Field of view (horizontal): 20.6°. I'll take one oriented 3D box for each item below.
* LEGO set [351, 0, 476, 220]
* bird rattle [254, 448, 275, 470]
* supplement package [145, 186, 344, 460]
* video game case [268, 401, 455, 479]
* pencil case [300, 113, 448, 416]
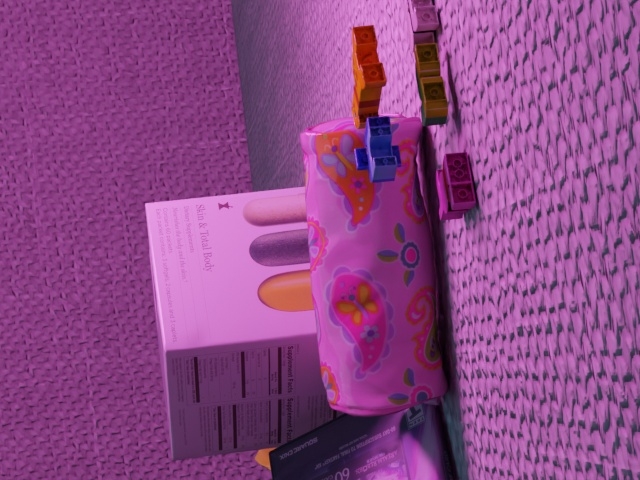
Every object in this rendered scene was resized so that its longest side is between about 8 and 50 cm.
[{"bbox_3d":[0.066,-0.108,1.503,0.093,0.087,0.227,97,166,-64],"label":"LEGO set"},{"bbox_3d":[0.009,0.299,2.319,0.253,0.143,0.207,-115,36,-63],"label":"bird rattle"},{"bbox_3d":[-0.039,0.081,1.834,0.198,0.262,0.199,92,170,-50],"label":"supplement package"},{"bbox_3d":[0.049,0.286,1.691,0.026,0.196,0.274,35,-145,-44],"label":"video game case"},{"bbox_3d":[0.051,0.025,1.649,0.124,0.124,0.284,-151,54,-83],"label":"pencil case"}]
